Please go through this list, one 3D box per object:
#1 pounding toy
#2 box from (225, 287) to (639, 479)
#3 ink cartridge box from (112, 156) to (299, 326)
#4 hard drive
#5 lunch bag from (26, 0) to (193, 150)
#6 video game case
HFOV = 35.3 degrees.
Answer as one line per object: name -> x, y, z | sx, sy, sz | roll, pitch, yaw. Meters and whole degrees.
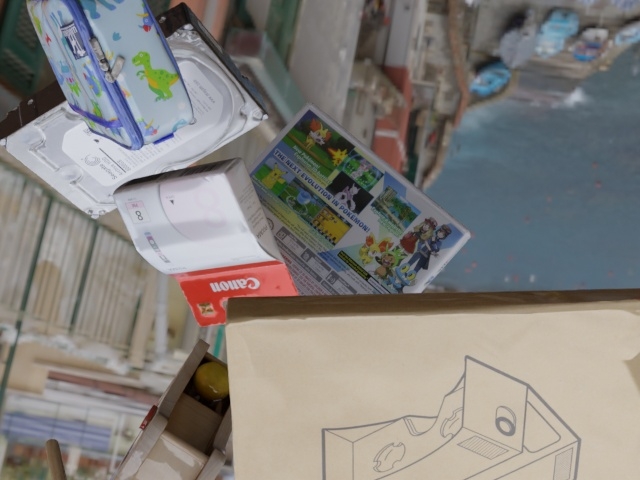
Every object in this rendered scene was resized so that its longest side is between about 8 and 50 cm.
pounding toy -> -0.172, 0.190, 0.979 | 0.155, 0.269, 0.154 | 33, 128, -4
box -> 0.058, 0.098, 0.475 | 0.201, 0.164, 0.021 | -1, -153, 0
ink cartridge box -> -0.143, 0.017, 1.298 | 0.189, 0.232, 0.066 | -9, -160, 32
hard drive -> -0.278, -0.183, 1.518 | 0.339, 0.064, 0.237 | -28, 141, 12
lunch bag -> -0.215, -0.182, 1.012 | 0.219, 0.090, 0.176 | 29, 145, 59
video game case -> 0.000, 0.000, 1.475 | 0.329, 0.300, 0.036 | 41, 178, 22
